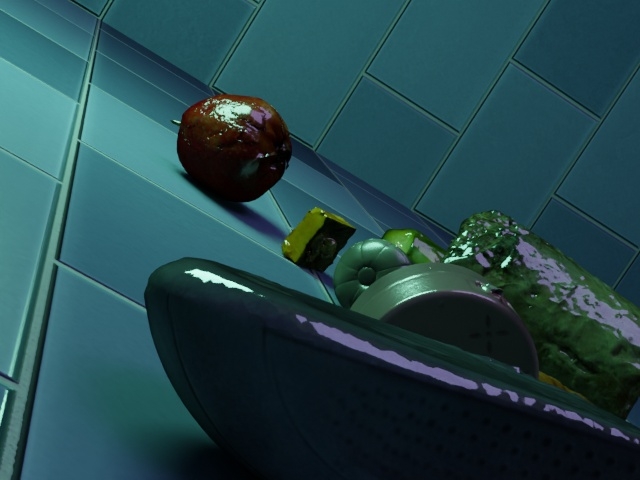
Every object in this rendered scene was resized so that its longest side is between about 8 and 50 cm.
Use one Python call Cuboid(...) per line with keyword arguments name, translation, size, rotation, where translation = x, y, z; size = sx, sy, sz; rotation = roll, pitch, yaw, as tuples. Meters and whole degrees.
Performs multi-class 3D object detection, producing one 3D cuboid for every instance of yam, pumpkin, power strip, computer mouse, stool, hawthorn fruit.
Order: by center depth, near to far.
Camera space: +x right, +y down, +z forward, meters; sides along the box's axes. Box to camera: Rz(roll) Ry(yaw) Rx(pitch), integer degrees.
Cuboid(name="computer mouse", translation=(0.062, 0.117, 0.693), size=(0.371, 0.122, 0.188), rotation=(18, 3, -10))
Cuboid(name="power strip", translation=(0.093, 0.095, 0.910), size=(0.154, 0.154, 0.078), rotation=(31, 10, -13))
Cuboid(name="stool", translation=(0.073, 0.053, 1.339), size=(0.096, 0.096, 0.110), rotation=(37, 3, 29))
Cuboid(name="yam", translation=(0.269, 0.107, 1.418), size=(0.300, 0.195, 0.195), rotation=(37, 8, 15))
Cuboid(name="pumpkin", translation=(0.000, 0.000, 1.431), size=(0.054, 0.074, 0.083), rotation=(44, 12, 30))
Cuboid(name="hawthorn fruit", translation=(-0.124, -0.127, 1.524), size=(0.172, 0.148, 0.148), rotation=(15, 3, 17))

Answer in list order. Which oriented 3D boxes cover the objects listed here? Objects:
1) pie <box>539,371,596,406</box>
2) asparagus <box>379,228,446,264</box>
Cuboid(name="pie", translation=(0.252, 0.212, 1.118), size=(0.339, 0.083, 0.339), rotation=(30, 10, -6))
Cuboid(name="asparagus", translation=(0.248, 0.085, 1.899), size=(0.343, 0.082, 0.085), rotation=(33, -28, -3))
